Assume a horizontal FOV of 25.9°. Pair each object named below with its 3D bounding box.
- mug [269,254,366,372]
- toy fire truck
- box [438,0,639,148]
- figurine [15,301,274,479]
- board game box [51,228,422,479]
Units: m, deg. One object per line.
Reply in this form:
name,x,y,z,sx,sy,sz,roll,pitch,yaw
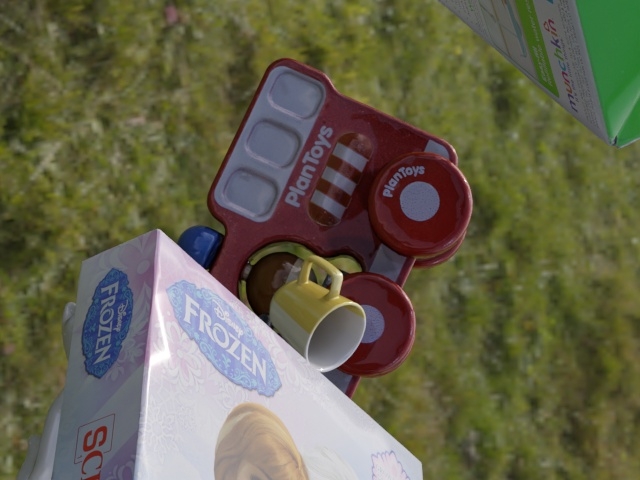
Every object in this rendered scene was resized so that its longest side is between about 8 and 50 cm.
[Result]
mug,-0.003,0.056,1.103,0.062,0.064,0.078,30,94,-50
toy fire truck,0.000,0.000,1.378,0.302,0.254,0.169,-64,174,-3
box,0.096,-0.212,0.608,0.231,0.126,0.262,-123,-171,-57
figurine,-0.156,0.150,1.254,0.092,0.215,0.209,86,12,-61
board game box,-0.035,0.206,0.827,0.318,0.066,0.318,45,33,-41
